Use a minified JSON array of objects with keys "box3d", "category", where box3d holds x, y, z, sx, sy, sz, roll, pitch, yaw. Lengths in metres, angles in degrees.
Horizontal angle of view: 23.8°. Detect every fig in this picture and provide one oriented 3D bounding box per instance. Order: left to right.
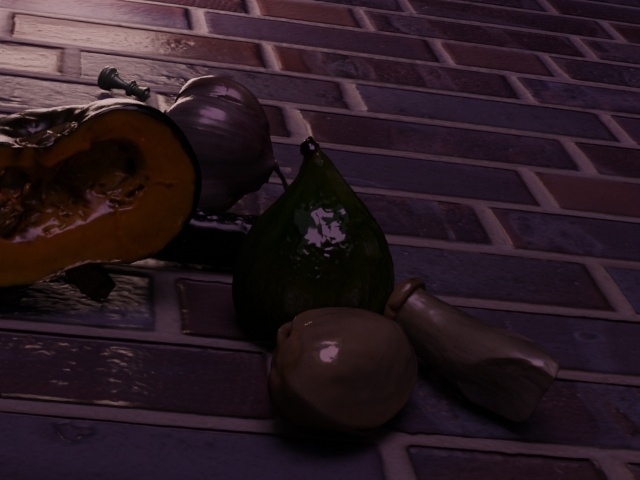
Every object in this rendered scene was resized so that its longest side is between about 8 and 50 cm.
[{"box3d":[0.000,0.000,1.826,0.203,0.235,0.203,9,18,-3],"category":"fig"}]

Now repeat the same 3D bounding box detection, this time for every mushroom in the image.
[{"box3d":[0.177,0.132,1.763,0.247,0.096,0.108,30,1,37],"category":"mushroom"}]

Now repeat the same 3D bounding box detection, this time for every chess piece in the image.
[{"box3d":[-0.323,-0.256,2.529,0.093,0.042,0.042,25,26,18],"category":"chess piece"}]

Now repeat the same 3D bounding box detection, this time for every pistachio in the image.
[{"box3d":[0.024,0.140,1.659,0.152,0.126,0.223,52,29,8],"category":"pistachio"}]

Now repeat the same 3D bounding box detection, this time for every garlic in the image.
[{"box3d":[-0.138,-0.092,2.091,0.256,0.207,0.207,47,5,-29],"category":"garlic"}]

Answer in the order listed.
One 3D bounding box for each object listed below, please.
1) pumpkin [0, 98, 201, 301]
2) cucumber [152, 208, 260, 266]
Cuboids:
[{"box3d":[-0.320,-0.043,1.858,0.325,0.242,0.232,-14,9,-20],"category":"pumpkin"},{"box3d":[-0.082,0.001,1.989,0.304,0.072,0.081,5,23,-13],"category":"cucumber"}]
